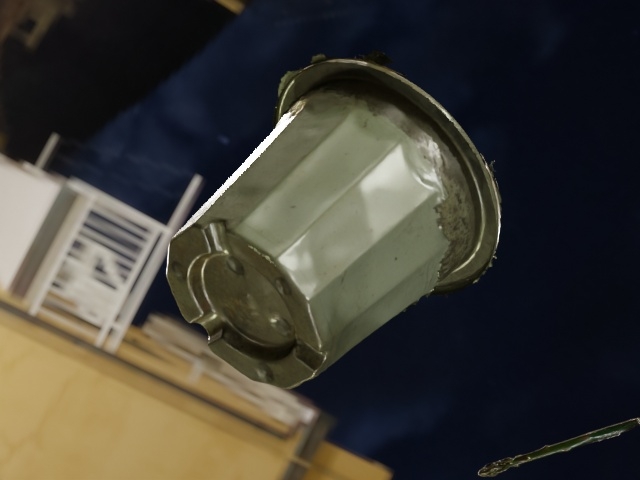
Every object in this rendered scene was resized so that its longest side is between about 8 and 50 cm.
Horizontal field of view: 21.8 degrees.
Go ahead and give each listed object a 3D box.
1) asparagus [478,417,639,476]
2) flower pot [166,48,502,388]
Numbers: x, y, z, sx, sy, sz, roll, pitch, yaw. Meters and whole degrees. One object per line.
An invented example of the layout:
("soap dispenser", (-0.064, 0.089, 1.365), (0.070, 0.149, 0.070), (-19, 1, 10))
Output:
("asparagus", (0.230, 0.199, 1.595), (0.166, 0.016, 0.013), (-20, -120, 11))
("flower pot", (0.000, 0.000, 1.616), (0.290, 0.290, 0.259), (-18, -159, 51))
